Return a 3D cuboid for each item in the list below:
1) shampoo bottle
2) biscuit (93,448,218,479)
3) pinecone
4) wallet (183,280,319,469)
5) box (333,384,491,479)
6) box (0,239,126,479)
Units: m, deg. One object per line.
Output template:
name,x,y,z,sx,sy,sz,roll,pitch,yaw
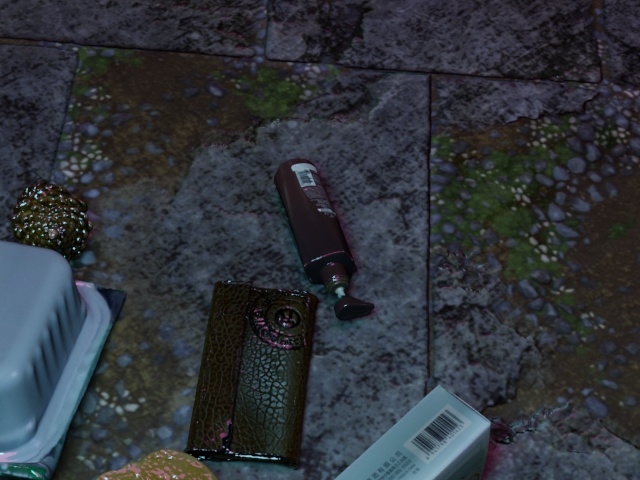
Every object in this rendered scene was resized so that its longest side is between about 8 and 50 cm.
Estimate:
shampoo bottle,0.002,0.001,1.857,0.068,0.067,0.236,-17,54,-4
biscuit,-0.179,0.316,1.600,0.170,0.050,0.170,5,56,-8
pinecone,-0.339,-0.029,1.835,0.102,0.102,0.109,-17,54,-17
wallet,-0.079,0.154,1.742,0.133,0.039,0.243,7,51,1
box,0.068,0.289,1.584,0.079,0.135,0.269,36,57,27
box,-0.389,0.108,1.676,0.264,0.106,0.336,10,40,3
